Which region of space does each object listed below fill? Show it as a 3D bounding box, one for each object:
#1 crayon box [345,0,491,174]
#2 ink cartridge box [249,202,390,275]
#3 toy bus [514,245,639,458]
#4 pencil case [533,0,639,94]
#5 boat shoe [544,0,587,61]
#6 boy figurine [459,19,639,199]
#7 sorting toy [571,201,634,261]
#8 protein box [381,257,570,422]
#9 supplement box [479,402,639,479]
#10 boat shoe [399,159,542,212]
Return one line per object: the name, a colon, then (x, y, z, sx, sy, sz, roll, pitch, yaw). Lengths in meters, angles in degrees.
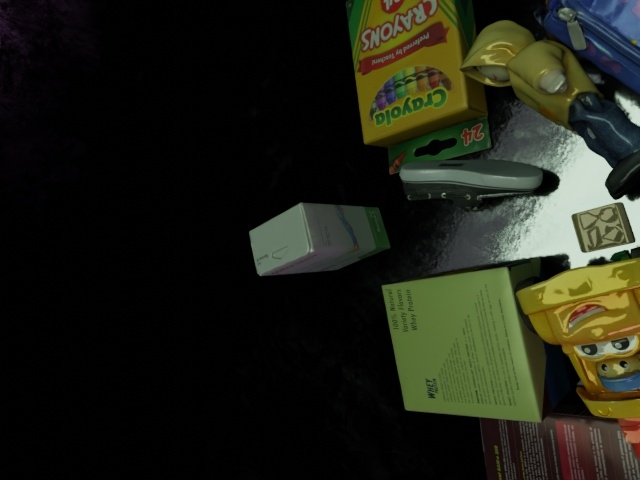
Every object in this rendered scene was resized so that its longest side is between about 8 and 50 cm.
crayon box: (0.160, -0.289, 0.738, 0.202, 0.081, 0.318, -11, 86, 43)
ink cartridge box: (0.000, 0.000, 0.817, 0.154, 0.213, 0.093, -25, 75, 42)
toy bus: (0.331, 0.128, 0.479, 0.150, 0.220, 0.211, -23, 65, 37)
pencil case: (0.359, -0.180, 0.424, 0.133, 0.119, 0.306, -37, 75, -9)
boat shoe: (0.351, -0.401, 0.517, 0.123, 0.123, 0.341, 32, 114, 38)
boy figurine: (0.290, -0.181, 0.548, 0.092, 0.177, 0.285, -50, 65, 24)
sorting toy: (0.382, -0.004, 0.589, 0.062, 0.012, 0.083, -18, 76, 38)
protein box: (0.228, 0.143, 0.660, 0.201, 0.136, 0.199, -15, 83, 43)
supplement box: (0.348, 0.294, 0.592, 0.240, 0.073, 0.130, -12, 78, 43)
boat shoe: (0.228, -0.082, 0.694, 0.229, 0.080, 0.076, 9, 120, 39)
